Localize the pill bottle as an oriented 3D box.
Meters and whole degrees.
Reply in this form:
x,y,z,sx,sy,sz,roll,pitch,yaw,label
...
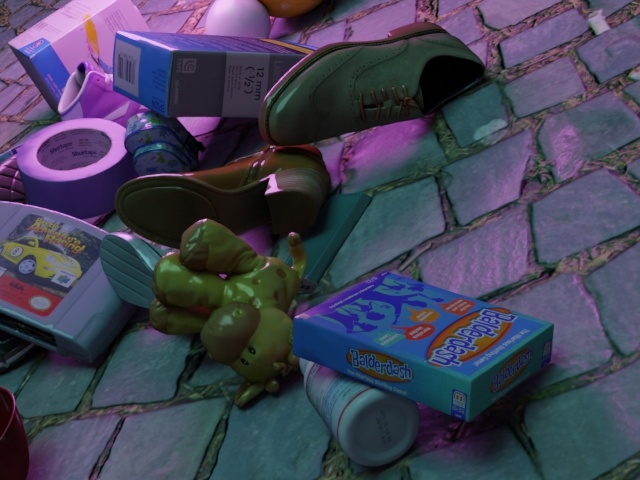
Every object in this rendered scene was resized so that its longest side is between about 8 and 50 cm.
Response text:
x,y,z,sx,sy,sz,roll,pitch,yaw,label
0.034,0.157,1.263,0.087,0.087,0.160,-33,29,-5,pill bottle

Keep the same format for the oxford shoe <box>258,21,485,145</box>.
x,y,z,sx,sy,sz,roll,pitch,yaw,label
0.076,-0.215,1.722,0.348,0.123,0.130,-28,39,-23,oxford shoe

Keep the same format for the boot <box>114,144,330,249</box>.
x,y,z,sx,sy,sz,roll,pitch,yaw,label
-0.127,-0.082,1.695,0.283,0.109,0.220,-6,23,6,boot

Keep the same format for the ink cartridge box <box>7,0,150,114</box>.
x,y,z,sx,sy,sz,roll,pitch,yaw,label
-0.462,-0.375,2.436,0.233,0.168,0.171,-37,31,-12,ink cartridge box

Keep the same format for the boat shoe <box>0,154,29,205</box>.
x,y,z,sx,sy,sz,roll,pitch,yaw,label
-0.546,-0.035,2.042,0.116,0.123,0.324,-29,18,33,boat shoe

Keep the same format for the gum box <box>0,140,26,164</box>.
x,y,z,sx,sy,sz,roll,pitch,yaw,label
-0.629,-0.117,2.270,0.184,0.041,0.157,-27,11,2,gum box

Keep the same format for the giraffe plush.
x,y,z,sx,sy,sz,roll,pitch,yaw,label
-0.088,0.097,1.427,0.210,0.181,0.170,2,38,-14,giraffe plush

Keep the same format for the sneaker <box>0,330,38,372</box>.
x,y,z,sx,sy,sz,roll,pitch,yaw,label
-0.529,0.118,1.739,0.281,0.162,0.106,-21,30,15,sneaker

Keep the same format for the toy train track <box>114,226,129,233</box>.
x,y,z,sx,sy,sz,roll,pitch,yaw,label
-0.322,-0.001,1.896,0.083,0.014,0.048,-30,22,-13,toy train track

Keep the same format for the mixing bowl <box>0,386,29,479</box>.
x,y,z,sx,sy,sz,roll,pitch,yaw,label
-0.419,0.274,1.469,0.181,0.098,0.181,-22,29,13,mixing bowl

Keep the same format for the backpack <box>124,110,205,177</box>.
x,y,z,sx,sy,sz,roll,pitch,yaw,label
-0.258,-0.148,1.961,0.105,0.114,0.084,-16,45,20,backpack

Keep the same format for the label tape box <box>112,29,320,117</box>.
x,y,z,sx,sy,sz,roll,pitch,yaw,label
-0.136,-0.271,2.010,0.348,0.115,0.249,-1,15,-30,label tape box

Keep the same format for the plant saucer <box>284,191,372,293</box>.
x,y,z,sx,sy,sz,roll,pitch,yaw,label
0.000,0.000,1.607,0.067,0.018,0.192,-4,39,38,plant saucer

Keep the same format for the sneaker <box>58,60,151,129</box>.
x,y,z,sx,sy,sz,roll,pitch,yaw,label
-0.352,-0.278,2.202,0.102,0.161,0.282,2,41,45,sneaker

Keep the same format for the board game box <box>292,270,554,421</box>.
x,y,z,sx,sy,sz,roll,pitch,yaw,label
0.102,0.099,1.226,0.210,0.047,0.160,17,27,34,board game box

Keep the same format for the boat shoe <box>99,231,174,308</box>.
x,y,z,sx,sy,sz,roll,pitch,yaw,label
-0.206,0.056,1.623,0.076,0.083,0.226,-4,30,-45,boat shoe

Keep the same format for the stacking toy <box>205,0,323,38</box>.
x,y,z,sx,sy,sz,roll,pitch,yaw,label
-0.054,-0.532,2.281,0.350,0.350,0.480,16,72,52,stacking toy

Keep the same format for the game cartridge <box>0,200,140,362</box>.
x,y,z,sx,sy,sz,roll,pitch,yaw,label
-0.390,0.046,1.710,0.294,0.060,0.196,20,45,17,game cartridge

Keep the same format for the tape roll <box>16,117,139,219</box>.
x,y,z,sx,sy,sz,roll,pitch,yaw,label
-0.398,-0.119,2.014,0.189,0.080,0.189,-4,37,3,tape roll
